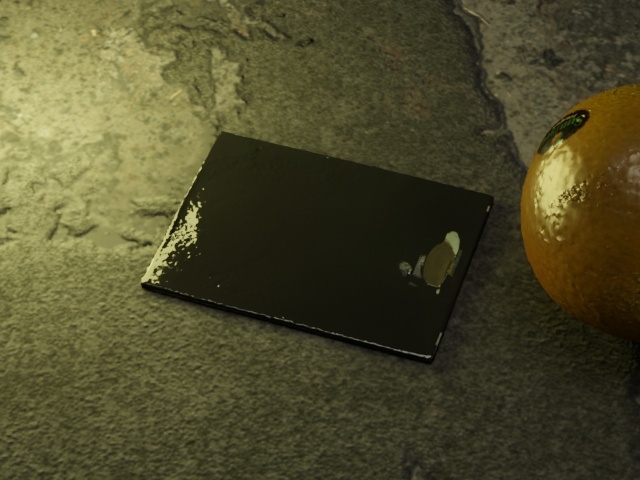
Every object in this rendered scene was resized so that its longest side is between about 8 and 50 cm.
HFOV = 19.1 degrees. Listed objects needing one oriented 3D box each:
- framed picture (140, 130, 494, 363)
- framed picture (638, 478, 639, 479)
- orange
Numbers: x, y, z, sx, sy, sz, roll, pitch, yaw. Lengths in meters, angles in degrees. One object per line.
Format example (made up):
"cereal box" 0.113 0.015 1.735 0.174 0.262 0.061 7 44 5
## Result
"framed picture" 0.000 0.000 2.044 0.324 0.013 0.244 15 51 12
"framed picture" 0.398 0.251 1.823 0.183 0.011 0.142 23 53 19
"orange" 0.334 -0.028 1.905 0.274 0.274 0.274 0 49 0
